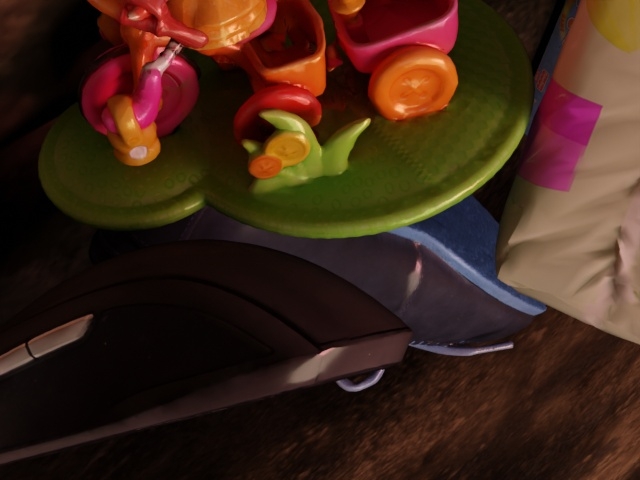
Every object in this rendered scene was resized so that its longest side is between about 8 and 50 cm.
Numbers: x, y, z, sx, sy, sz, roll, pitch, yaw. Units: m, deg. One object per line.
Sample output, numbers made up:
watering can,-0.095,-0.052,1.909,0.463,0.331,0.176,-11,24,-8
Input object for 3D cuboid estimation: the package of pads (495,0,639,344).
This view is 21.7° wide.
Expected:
package of pads,0.174,-0.133,0.594,0.229,0.101,0.296,-44,155,-58

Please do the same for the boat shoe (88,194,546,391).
boat shoe,0.000,0.000,0.711,0.089,0.109,0.258,-44,141,19

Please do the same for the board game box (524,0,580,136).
board game box,0.202,-0.139,0.835,0.211,0.039,0.160,-27,152,-31

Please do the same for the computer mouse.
computer mouse,-0.113,0.046,0.547,0.262,0.060,0.184,-18,173,33

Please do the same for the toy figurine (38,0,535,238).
toy figurine,-0.022,-0.094,0.517,0.173,0.130,0.159,-15,138,-3
